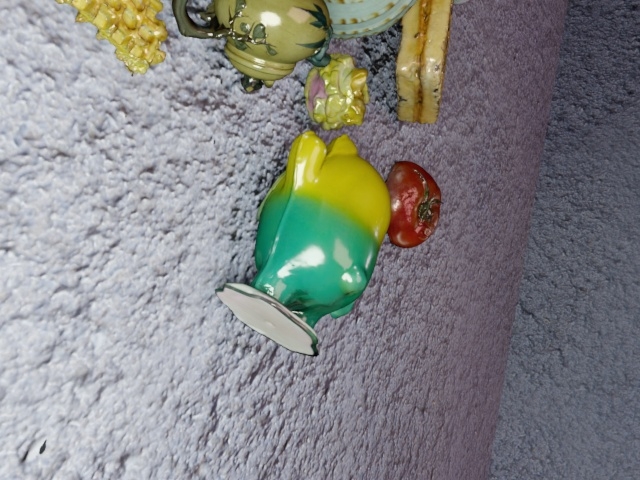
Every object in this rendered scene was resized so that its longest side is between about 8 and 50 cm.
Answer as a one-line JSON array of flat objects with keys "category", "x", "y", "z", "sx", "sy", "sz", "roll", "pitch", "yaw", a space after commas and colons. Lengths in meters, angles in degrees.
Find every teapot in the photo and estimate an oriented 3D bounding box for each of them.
[{"category": "teapot", "x": -0.093, "y": -0.314, "z": 0.788, "sx": 0.269, "sy": 0.173, "sz": 0.183, "roll": -2, "pitch": 129, "yaw": -33}]

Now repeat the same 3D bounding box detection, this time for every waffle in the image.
[{"category": "waffle", "x": 0.245, "y": -0.496, "z": 1.221, "sx": 0.261, "sy": 0.114, "sz": 0.376, "roll": 45, "pitch": 53, "yaw": -73}, {"category": "waffle", "x": -0.259, "y": -0.286, "z": 0.620, "sx": 0.160, "sy": 0.046, "sz": 0.192, "roll": -49, "pitch": 131, "yaw": -45}]

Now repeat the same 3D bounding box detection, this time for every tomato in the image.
[{"category": "tomato", "x": 0.249, "y": -0.089, "z": 1.354, "sx": 0.228, "sy": 0.101, "sz": 0.228, "roll": -13, "pitch": 106, "yaw": -53}]

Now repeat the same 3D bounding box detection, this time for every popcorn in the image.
[{"category": "popcorn", "x": 0.032, "y": -0.280, "z": 0.987, "sx": 0.126, "sy": 0.126, "sz": 0.145, "roll": 93, "pitch": 2, "yaw": -51}]

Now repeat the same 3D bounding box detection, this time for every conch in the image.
[{"category": "conch", "x": 0.111, "y": -0.543, "z": 1.007, "sx": 0.319, "sy": 0.215, "sz": 0.303, "roll": -13, "pitch": 114, "yaw": -54}]

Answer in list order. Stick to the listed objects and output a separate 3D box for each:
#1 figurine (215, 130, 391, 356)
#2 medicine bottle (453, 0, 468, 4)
[{"category": "figurine", "x": 0.000, "y": 0.000, "z": 0.878, "sx": 0.340, "sy": 0.231, "sz": 0.324, "roll": -61, "pitch": 140, "yaw": -24}, {"category": "medicine bottle", "x": 0.419, "y": -0.754, "z": 1.503, "sx": 0.168, "sy": 0.135, "sz": 0.135, "roll": -46, "pitch": 129, "yaw": -45}]
